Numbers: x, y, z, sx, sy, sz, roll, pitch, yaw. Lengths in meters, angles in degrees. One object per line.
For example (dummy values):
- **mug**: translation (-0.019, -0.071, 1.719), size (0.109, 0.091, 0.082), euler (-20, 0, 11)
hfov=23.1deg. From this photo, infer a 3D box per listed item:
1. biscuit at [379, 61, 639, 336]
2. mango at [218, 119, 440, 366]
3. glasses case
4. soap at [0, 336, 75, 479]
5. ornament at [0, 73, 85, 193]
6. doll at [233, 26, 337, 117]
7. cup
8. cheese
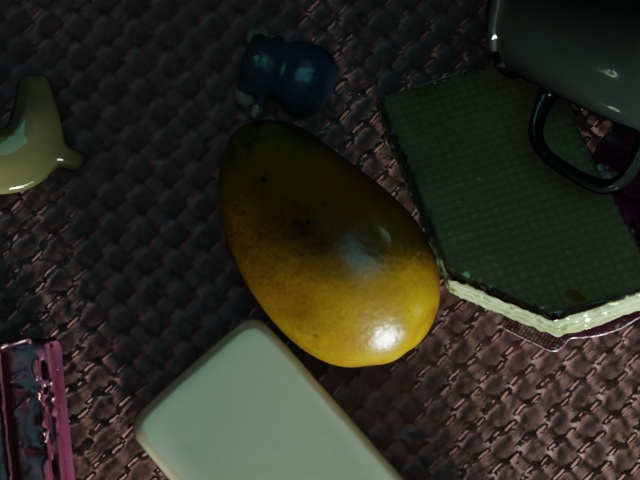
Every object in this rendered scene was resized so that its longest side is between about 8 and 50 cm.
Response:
- **biscuit**: translation (0.153, -0.032, 1.240), size (0.150, 0.052, 0.252), euler (-19, 56, -3)
- **mango**: translation (-0.001, 0.005, 1.237), size (0.221, 0.151, 0.120), euler (43, 44, 21)
- **glasses case**: translation (0.006, 0.226, 1.248), size (0.144, 0.076, 0.336), euler (-40, 87, -6)
- **soap**: translation (-0.277, 0.206, 1.228), size (0.162, 0.099, 0.250), euler (-5, 84, -3)
- **ornament**: translation (-0.335, -0.080, 1.258), size (0.245, 0.061, 0.230), euler (40, 77, -11)
- **doll**: translation (-0.029, -0.135, 1.296), size (0.083, 0.050, 0.076), euler (15, 89, -2)
- **cup**: translation (0.217, -0.152, 1.192), size (0.176, 0.169, 0.223), euler (22, 94, 26)
- **cheese**: translation (0.230, -0.015, 1.278), size (0.155, 0.062, 0.244), euler (24, 70, 28)
